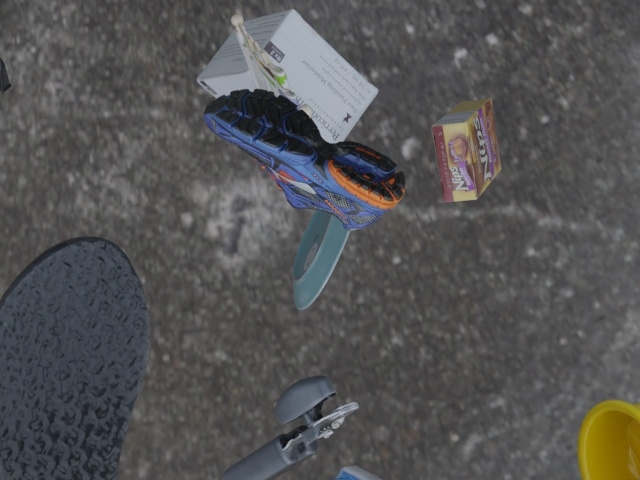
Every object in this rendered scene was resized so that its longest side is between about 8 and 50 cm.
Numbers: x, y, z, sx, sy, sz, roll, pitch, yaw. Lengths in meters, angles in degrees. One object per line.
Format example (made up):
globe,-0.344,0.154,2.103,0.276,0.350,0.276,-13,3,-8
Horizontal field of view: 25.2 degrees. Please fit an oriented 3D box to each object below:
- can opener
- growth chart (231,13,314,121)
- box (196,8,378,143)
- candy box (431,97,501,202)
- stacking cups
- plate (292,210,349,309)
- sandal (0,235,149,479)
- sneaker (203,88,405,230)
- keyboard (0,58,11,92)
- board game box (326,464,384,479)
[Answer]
can opener,-0.052,0.273,2.033,0.076,0.095,0.283,-18,165,-43
growth chart,-0.049,-0.173,1.804,0.021,0.237,0.172,-26,136,-10
box,-0.049,-0.221,2.052,0.181,0.182,0.119,41,73,-24
candy box,0.205,-0.127,1.992,0.053,0.186,0.109,-5,104,20
stacking cups,0.334,0.133,1.041,0.316,0.096,0.096,-9,130,-31
plate,0.000,0.000,1.863,0.024,0.188,0.188,24,118,-13
sandal,-0.281,0.208,1.496,0.167,0.107,0.446,2,102,-25
sneaker,-0.026,-0.076,1.478,0.221,0.083,0.087,31,130,0
keyboard,-0.443,-0.244,1.710,0.180,0.108,0.023,41,75,5
board game box,0.083,0.375,0.889,0.050,0.390,0.390,-3,97,-26
